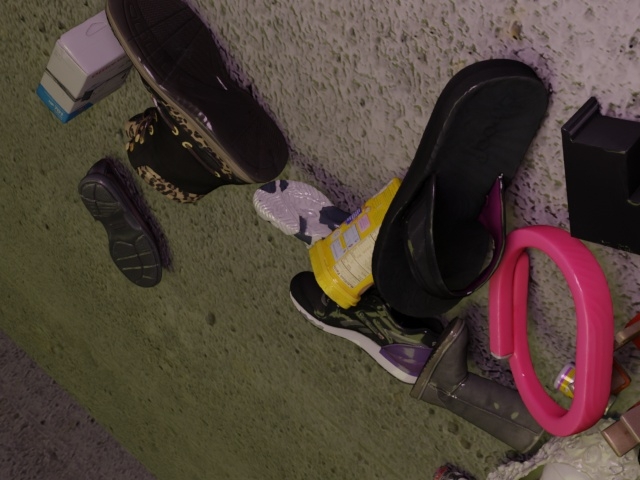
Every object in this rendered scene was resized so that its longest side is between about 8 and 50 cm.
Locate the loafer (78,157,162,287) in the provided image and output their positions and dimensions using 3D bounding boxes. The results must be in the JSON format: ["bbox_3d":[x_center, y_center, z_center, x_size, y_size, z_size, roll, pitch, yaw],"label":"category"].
[{"bbox_3d":[-0.397,-0.036,2.109,0.109,0.095,0.302,-8,130,19],"label":"loafer"}]

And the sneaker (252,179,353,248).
[{"bbox_3d":[0.000,0.000,1.606,0.235,0.094,0.153,15,146,1],"label":"sneaker"}]

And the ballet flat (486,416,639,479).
[{"bbox_3d":[0.368,0.402,1.602,0.147,0.147,0.409,44,148,6],"label":"ballet flat"}]

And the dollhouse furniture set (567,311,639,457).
[{"bbox_3d":[0.476,0.194,1.262,0.259,0.135,0.262,56,152,18],"label":"dollhouse furniture set"}]

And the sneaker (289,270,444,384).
[{"bbox_3d":[0.082,0.107,1.674,0.283,0.107,0.124,31,131,17],"label":"sneaker"}]

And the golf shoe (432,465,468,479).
[{"bbox_3d":[0.260,0.510,1.915,0.086,0.067,0.186,18,138,37],"label":"golf shoe"}]

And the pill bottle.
[{"bbox_3d":[0.380,0.215,1.459,0.083,0.043,0.043,33,146,23],"label":"pill bottle"}]

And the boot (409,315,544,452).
[{"bbox_3d":[0.260,0.226,1.562,0.208,0.076,0.189,28,133,8],"label":"boot"}]

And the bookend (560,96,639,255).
[{"bbox_3d":[0.361,-0.065,1.142,0.156,0.072,0.157,18,137,38],"label":"bookend"}]

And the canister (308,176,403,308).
[{"bbox_3d":[0.072,0.001,1.446,0.073,0.170,0.126,41,-163,-27],"label":"canister"}]

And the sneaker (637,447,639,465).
[{"bbox_3d":[0.515,0.324,1.386,0.178,0.077,0.072,24,143,32],"label":"sneaker"}]

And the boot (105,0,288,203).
[{"bbox_3d":[-0.247,-0.221,1.654,0.377,0.138,0.284,48,150,-15],"label":"boot"}]

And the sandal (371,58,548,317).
[{"bbox_3d":[0.171,-0.025,1.287,0.446,0.167,0.107,101,156,-48],"label":"sandal"}]

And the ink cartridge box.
[{"bbox_3d":[-0.392,-0.299,1.732,0.082,0.139,0.191,50,149,-3],"label":"ink cartridge box"}]

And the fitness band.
[{"bbox_3d":[0.299,0.118,1.337,0.209,0.054,0.291,-141,42,-58],"label":"fitness band"}]
